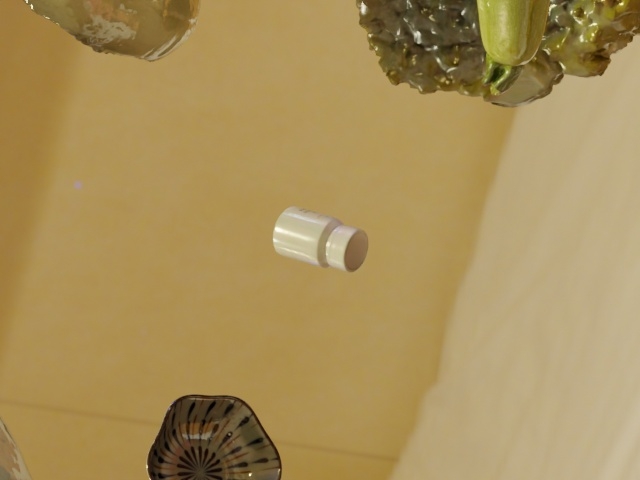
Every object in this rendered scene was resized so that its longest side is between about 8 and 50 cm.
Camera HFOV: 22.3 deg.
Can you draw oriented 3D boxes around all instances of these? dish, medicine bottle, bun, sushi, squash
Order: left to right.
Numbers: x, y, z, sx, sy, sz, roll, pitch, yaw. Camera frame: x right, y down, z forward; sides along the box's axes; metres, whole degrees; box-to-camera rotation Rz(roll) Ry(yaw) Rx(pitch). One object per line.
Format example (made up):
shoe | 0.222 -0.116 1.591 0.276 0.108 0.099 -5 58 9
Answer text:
bun | -0.239 -0.318 1.748 0.146 0.287 0.287 -51 27 18
dish | -0.142 0.282 1.989 0.066 0.191 0.190 -29 51 50
medicine bottle | 0.000 0.000 1.613 0.089 0.052 0.052 17 97 32
squash | 0.179 -0.240 1.568 0.094 0.094 0.224 -110 17 -58
sushi | 0.230 -0.342 1.906 0.396 0.240 0.351 -11 99 31

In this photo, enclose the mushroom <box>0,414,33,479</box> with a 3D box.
mushroom | -0.258 0.190 0.650 0.260 0.352 0.352 58 -145 -69
